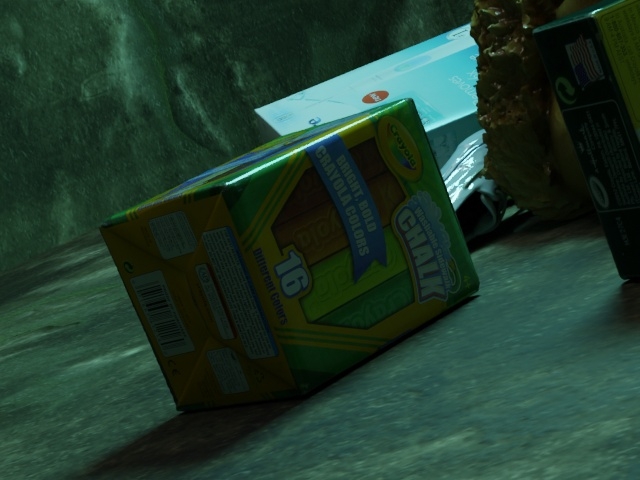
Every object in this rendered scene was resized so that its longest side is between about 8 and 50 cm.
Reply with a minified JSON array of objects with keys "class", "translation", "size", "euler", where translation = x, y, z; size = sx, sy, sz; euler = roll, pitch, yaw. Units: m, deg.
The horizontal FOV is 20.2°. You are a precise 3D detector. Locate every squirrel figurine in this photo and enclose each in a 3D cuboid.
[{"class":"squirrel figurine","translation":[0.259,-0.222,1.629],"size":[0.281,0.370,0.397],"euler":[-28,10,-40]}]

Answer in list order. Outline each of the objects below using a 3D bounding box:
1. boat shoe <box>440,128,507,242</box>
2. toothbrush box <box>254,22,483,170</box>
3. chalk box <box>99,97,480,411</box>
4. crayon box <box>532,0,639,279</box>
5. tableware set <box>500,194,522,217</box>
[{"class":"boat shoe","translation":[0.145,-0.033,1.762],"size":[0.076,0.083,0.226],"euler":[26,52,35]},{"class":"toothbrush box","translation":[0.107,-0.113,1.996],"size":[0.295,0.126,0.216],"euler":[-23,30,-11]},{"class":"chalk box","translation":[0.000,0.000,1.506],"size":[0.289,0.180,0.179],"euler":[-29,10,-39]},{"class":"crayon box","translation":[0.331,-0.121,1.368],"size":[0.318,0.202,0.081],"euler":[-24,8,-28]},{"class":"tableware set","translation":[0.220,-0.047,1.859],"size":[0.104,0.024,0.154],"euler":[-23,5,-37]}]
